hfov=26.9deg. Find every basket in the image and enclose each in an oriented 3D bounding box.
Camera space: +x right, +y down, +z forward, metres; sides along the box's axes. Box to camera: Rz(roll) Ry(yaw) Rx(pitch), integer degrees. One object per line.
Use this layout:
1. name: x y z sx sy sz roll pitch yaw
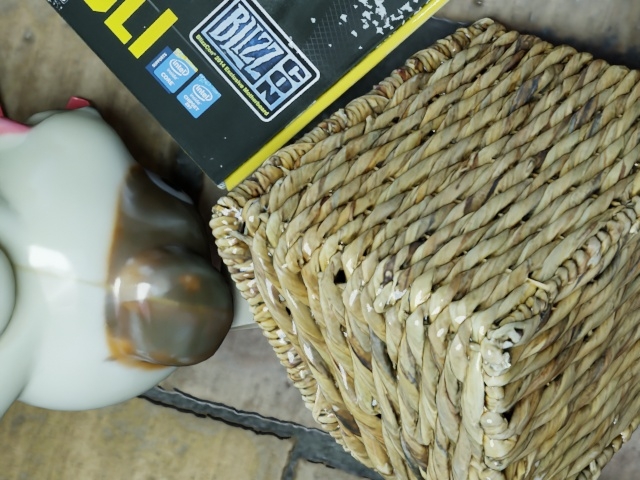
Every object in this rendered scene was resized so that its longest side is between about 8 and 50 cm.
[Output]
1. basket: 0.111 0.022 0.876 0.223 0.299 0.213 24 138 33

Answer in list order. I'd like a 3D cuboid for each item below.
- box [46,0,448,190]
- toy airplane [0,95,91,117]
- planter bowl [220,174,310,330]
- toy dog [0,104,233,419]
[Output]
1. box: -0.075 -0.231 0.865 0.257 0.079 0.322 -38 98 28
2. toy airplane: -0.230 -0.079 1.000 0.151 0.028 0.151 4 125 5
3. planter bowl: 0.000 0.000 0.960 0.162 0.162 0.109 -11 85 9
4. toy dog: -0.258 0.062 0.871 0.408 0.284 0.395 -26 98 -24
